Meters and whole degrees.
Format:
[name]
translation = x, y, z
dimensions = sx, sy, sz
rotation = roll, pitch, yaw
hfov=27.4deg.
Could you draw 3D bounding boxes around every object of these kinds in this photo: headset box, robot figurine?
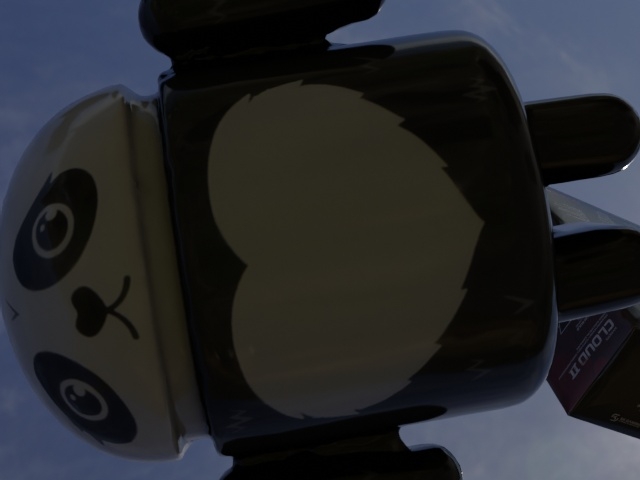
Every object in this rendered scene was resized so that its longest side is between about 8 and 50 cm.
[headset box]
translation = 0.301, 0.085, 1.260
dimensions = 0.218, 0.110, 0.293
rotation = 20, -155, -27
[robot figurine]
translation = 0.000, 0.002, 0.572
dimensions = 0.278, 0.174, 0.209
rotation = -9, -126, -4
